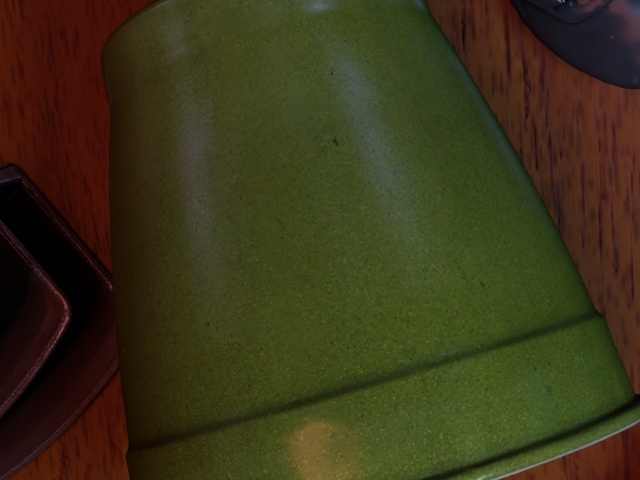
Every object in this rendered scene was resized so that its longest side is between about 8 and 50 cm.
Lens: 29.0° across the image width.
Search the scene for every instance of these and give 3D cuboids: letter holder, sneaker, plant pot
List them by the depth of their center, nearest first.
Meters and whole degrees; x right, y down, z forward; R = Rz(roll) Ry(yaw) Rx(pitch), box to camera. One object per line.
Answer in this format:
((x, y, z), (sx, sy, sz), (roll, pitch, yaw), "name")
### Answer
((0.141, -0.215, 0.856), (0.109, 0.130, 0.286), (-43, 85, 25), "sneaker")
((0.000, 0.000, 0.879), (0.366, 0.366, 0.353), (-20, 83, 27), "plant pot")
((-0.338, 0.117, 1.146), (0.214, 0.152, 0.302), (48, 117, 4), "letter holder")
